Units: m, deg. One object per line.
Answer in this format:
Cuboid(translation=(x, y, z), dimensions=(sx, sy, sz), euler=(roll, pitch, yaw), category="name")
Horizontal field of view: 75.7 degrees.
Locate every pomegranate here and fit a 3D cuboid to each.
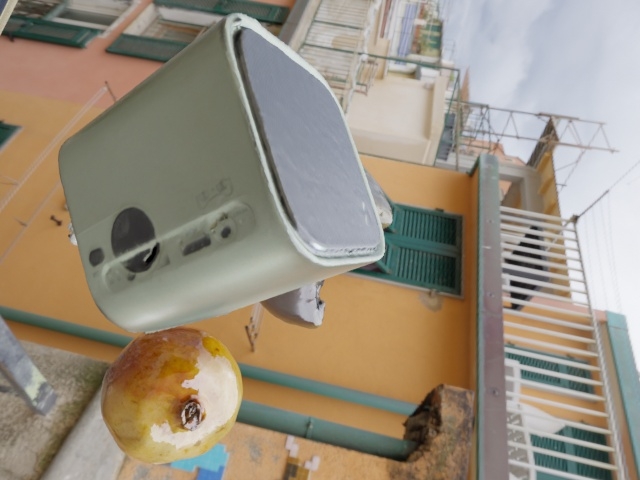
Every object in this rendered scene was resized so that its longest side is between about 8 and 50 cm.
Cuboid(translation=(-0.276, 0.294, 0.790), dimensions=(0.264, 0.264, 0.265), euler=(11, 90, -85), category="pomegranate")

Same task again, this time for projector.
Cuboid(translation=(-0.099, -0.053, 0.478), dimensions=(0.248, 0.249, 0.249), euler=(0, 70, -63), category="projector")

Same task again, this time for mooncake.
Cuboid(translation=(0.000, 0.000, 1.065), dimensions=(0.246, 0.393, 0.393), euler=(-108, 179, -55), category="mooncake")

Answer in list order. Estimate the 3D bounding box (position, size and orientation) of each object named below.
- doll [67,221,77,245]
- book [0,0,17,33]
Cuboid(translation=(-0.528, -0.008, 0.907), dimensions=(0.040, 0.058, 0.085), euler=(-50, -142, -3), category="doll")
Cuboid(translation=(-0.616, -0.423, 0.621), dimensions=(0.191, 0.269, 0.025), euler=(-38, -156, 26), category="book")
